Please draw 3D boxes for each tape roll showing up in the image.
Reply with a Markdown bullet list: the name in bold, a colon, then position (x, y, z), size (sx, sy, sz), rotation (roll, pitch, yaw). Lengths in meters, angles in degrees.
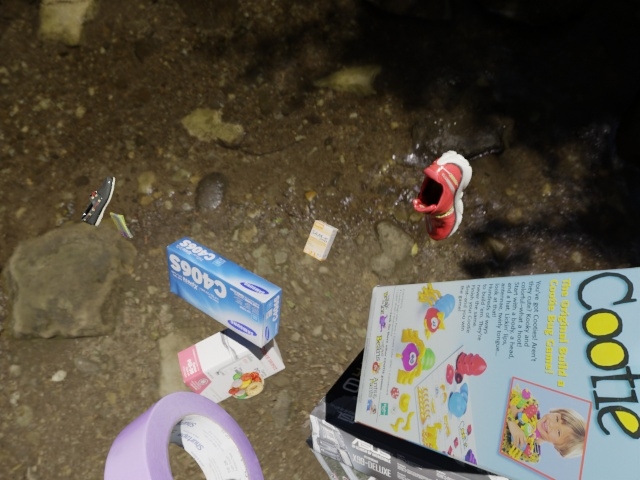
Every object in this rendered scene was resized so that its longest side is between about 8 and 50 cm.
- **tape roll**: position (-0.211, 0.396, 0.734), size (0.090, 0.275, 0.275), rotation (-38, 69, 10)

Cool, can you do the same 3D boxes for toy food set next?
- **toy food set**: position (-0.173, 0.337, 1.031), size (0.082, 0.020, 0.083), rotation (-12, 27, -2)

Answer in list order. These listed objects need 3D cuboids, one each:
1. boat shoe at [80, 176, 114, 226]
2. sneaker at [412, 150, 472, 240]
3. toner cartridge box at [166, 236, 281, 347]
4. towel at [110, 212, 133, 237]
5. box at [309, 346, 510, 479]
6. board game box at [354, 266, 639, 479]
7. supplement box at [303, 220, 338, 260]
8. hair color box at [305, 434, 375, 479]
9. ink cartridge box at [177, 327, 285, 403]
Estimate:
- **boat shoe**: position (-0.532, -0.096, 1.060), size (0.133, 0.042, 0.049), rotation (-58, 37, 13)
- **sneaker**: position (0.274, -0.093, 1.073), size (0.118, 0.279, 0.107), rotation (-31, 53, -17)
- **toner cartridge box**: position (-0.269, 0.135, 1.209), size (0.347, 0.165, 0.075), rotation (25, 38, 24)
- **towel**: position (-0.460, -0.036, 1.021), size (0.009, 0.060, 0.083), rotation (-32, 26, -32)
- **box**: position (0.175, 0.261, 0.665), size (0.307, 0.242, 0.077), rotation (10, 116, 31)
- **board game box**: position (0.173, 0.115, 0.376), size (0.142, 0.275, 0.144), rotation (18, 74, -27)
- **supplement box**: position (0.000, 0.000, 1.247), size (0.062, 0.036, 0.098), rotation (27, 103, 24)
- **hair color box**: position (0.142, 0.542, 1.327), size (0.113, 0.374, 0.185), rotation (-33, 90, 42)
- **ink cartridge box**: position (-0.283, 0.390, 1.441), size (0.283, 0.207, 0.117), rotation (-26, 47, -6)
